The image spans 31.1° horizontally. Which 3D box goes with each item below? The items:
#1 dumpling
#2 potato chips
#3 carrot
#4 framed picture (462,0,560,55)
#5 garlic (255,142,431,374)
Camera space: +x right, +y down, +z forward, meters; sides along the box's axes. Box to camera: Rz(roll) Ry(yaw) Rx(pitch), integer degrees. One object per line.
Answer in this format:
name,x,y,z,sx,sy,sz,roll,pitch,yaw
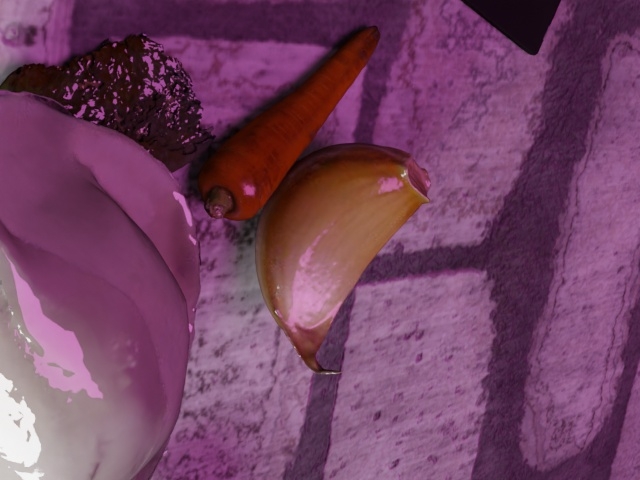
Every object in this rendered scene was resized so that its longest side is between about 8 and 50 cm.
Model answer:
dumpling,-0.178,0.056,0.842,0.341,0.181,0.260,62,37,-11
potato chips,-0.162,-0.097,0.881,0.209,0.026,0.142,28,85,-49
carrot,-0.025,-0.106,1.007,0.257,0.061,0.061,-52,138,-30
framed picture,0.183,-0.351,1.131,0.323,0.013,0.244,23,91,-49
garlic,0.004,0.002,1.041,0.207,0.128,0.115,-63,-177,2
